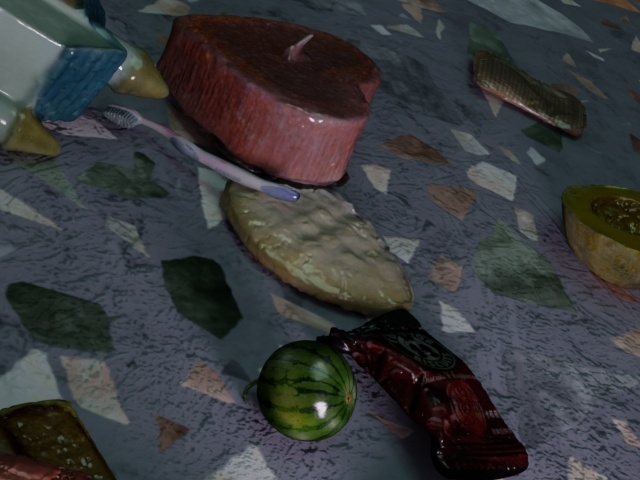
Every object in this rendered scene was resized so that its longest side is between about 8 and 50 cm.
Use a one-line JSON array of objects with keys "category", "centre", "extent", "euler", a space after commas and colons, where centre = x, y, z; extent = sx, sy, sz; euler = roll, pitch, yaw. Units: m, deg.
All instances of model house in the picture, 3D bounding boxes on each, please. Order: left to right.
[{"category": "model house", "centre": [-0.330, -0.215, 1.476], "extent": [0.325, 0.194, 0.267], "euler": [29, 27, -26]}]

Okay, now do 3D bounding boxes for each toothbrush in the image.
[{"category": "toothbrush", "centre": [-0.143, -0.104, 1.534], "extent": [0.269, 0.021, 0.027], "euler": [25, 50, 15]}]

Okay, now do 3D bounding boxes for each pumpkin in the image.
[{"category": "pumpkin", "centre": [0.423, 0.005, 1.786], "extent": [0.217, 0.110, 0.217], "euler": [10, 33, -6]}]

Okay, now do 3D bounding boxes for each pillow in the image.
[{"category": "pillow", "centre": [0.341, -0.241, 2.114], "extent": [0.211, 0.034, 0.135], "euler": [25, 31, -9]}]

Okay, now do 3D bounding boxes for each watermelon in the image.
[{"category": "watermelon", "centre": [-0.016, 0.143, 1.258], "extent": [0.109, 0.109, 0.109], "euler": [20, 34, -14]}]

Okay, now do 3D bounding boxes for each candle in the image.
[{"category": "candle", "centre": [-0.062, -0.210, 1.664], "extent": [0.287, 0.131, 0.317], "euler": [23, 26, 2]}]

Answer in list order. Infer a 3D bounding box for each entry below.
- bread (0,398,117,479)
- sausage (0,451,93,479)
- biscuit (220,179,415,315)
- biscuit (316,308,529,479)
[{"category": "bread", "centre": [-0.227, 0.226, 0.989], "extent": [0.181, 0.096, 0.222], "euler": [-2, 43, -42]}, {"category": "sausage", "centre": [-0.202, 0.189, 0.899], "extent": [0.141, 0.076, 0.076], "euler": [18, 34, -9]}, {"category": "biscuit", "centre": [0.000, 0.000, 1.520], "extent": [0.265, 0.040, 0.188], "euler": [32, 35, 5]}, {"category": "biscuit", "centre": [0.110, 0.156, 1.368], "extent": [0.151, 0.063, 0.235], "euler": [5, 33, -50]}]
